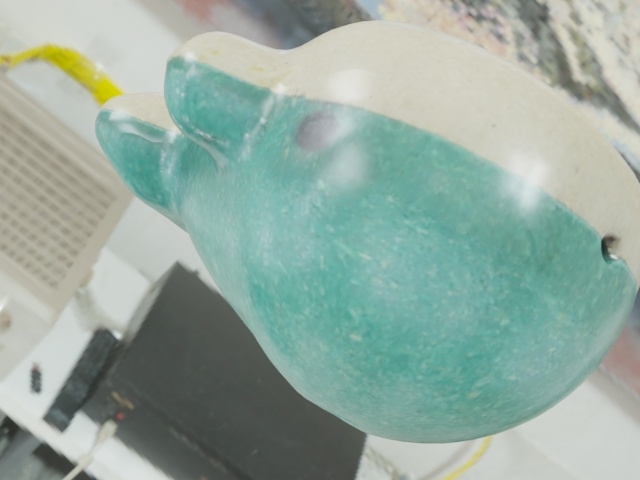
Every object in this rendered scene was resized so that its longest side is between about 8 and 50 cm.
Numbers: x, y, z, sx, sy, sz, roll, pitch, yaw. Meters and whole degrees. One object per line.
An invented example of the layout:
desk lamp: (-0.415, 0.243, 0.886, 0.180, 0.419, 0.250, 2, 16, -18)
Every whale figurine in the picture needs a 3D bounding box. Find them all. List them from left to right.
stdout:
whale figurine: (0.000, 0.000, 0.494, 0.216, 0.272, 0.141, 38, 71, -44)
